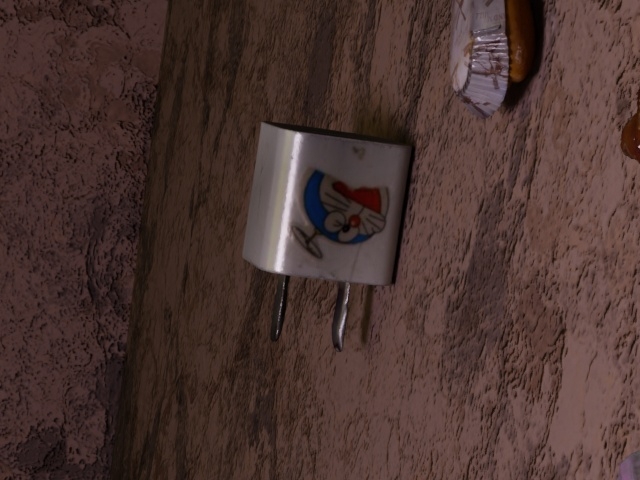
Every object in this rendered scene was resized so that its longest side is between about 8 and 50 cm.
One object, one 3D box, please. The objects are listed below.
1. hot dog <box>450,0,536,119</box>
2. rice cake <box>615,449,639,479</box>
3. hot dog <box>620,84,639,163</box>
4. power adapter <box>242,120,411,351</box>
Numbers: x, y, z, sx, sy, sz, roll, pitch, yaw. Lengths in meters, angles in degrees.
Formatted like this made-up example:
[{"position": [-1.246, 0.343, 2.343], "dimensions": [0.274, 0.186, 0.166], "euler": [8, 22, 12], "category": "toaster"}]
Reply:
[{"position": [0.134, -0.192, 1.542], "dimensions": [0.108, 0.059, 0.191], "euler": [123, 151, -61], "category": "hot dog"}, {"position": [0.175, 0.271, 1.219], "dimensions": [0.106, 0.050, 0.298], "euler": [-103, 25, -52], "category": "rice cake"}, {"position": [0.226, -0.083, 1.092], "dimensions": [0.213, 0.103, 0.146], "euler": [129, 144, -64], "category": "hot dog"}, {"position": [0.000, 0.000, 1.804], "dimensions": [0.125, 0.130, 0.205], "euler": [-154, 70, -73], "category": "power adapter"}]
